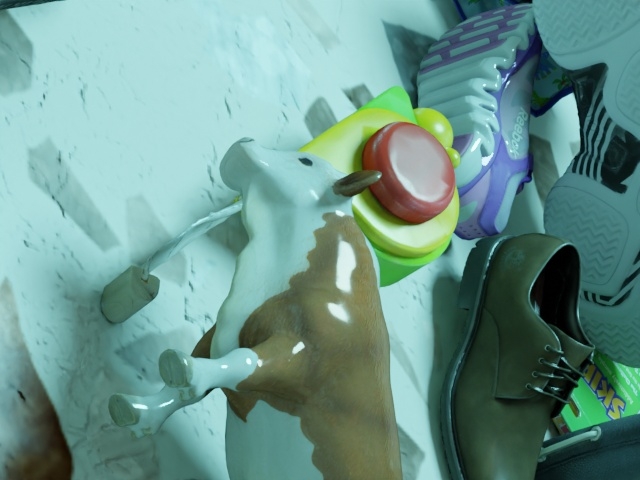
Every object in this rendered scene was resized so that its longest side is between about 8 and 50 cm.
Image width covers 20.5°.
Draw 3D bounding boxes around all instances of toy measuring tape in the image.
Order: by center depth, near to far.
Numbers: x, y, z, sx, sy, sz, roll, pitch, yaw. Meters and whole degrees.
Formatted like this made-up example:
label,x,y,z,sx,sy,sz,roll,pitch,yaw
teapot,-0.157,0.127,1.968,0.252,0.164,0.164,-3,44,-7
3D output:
label,x,y,z,sx,sy,sz,roll,pitch,yaw
toy measuring tape,0.000,0.000,1.144,0.330,0.121,0.121,-37,100,-45

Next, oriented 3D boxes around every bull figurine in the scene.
label,x,y,z,sx,sy,sz,roll,pitch,yaw
bull figurine,-0.021,0.100,1.003,0.188,0.101,0.310,-23,105,-41

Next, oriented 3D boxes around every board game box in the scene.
label,x,y,z,sx,sy,sz,roll,pitch,yaw
board game box,0.229,0.079,1.443,0.124,0.039,0.259,60,33,-6

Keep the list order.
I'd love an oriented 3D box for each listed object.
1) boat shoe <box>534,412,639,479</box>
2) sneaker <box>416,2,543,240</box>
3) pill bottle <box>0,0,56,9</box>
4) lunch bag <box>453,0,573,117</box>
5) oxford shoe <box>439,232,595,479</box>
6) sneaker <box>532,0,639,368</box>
label,x,y,z,sx,sy,sz,roll,pitch,yaw
boat shoe,0.284,0.137,1.258,0.114,0.302,0.091,50,20,-61
sneaker,0.129,-0.090,1.378,0.104,0.095,0.236,52,42,-28
pill bottle,-0.189,-0.207,0.975,0.278,0.162,0.162,-23,88,-55
lunch bag,0.181,-0.207,1.507,0.151,0.096,0.129,44,44,-12
oxford shoe,0.144,0.099,1.257,0.083,0.096,0.227,22,68,-42
sneaker,0.277,-0.092,1.407,0.210,0.137,0.366,-17,102,-52
